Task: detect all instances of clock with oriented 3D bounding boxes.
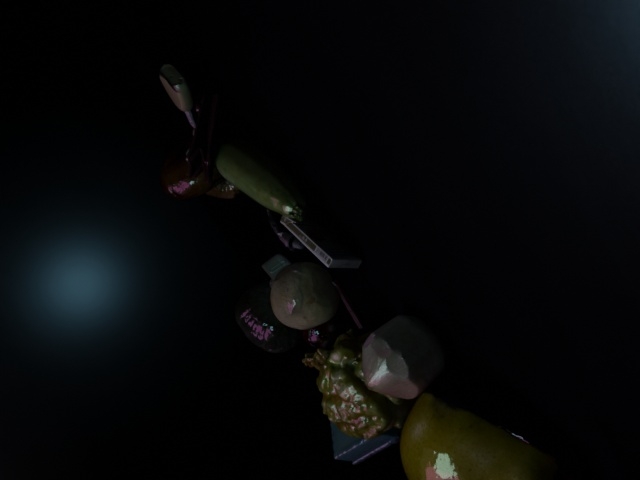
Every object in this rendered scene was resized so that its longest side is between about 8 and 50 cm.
[{"bbox_3d":[-0.096,0.220,2.075,0.265,0.109,0.324,45,164,32],"label":"clock"}]

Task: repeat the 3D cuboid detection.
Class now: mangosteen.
[{"bbox_3d":[0.025,0.311,1.827,0.180,0.166,0.166,28,162,7],"label":"mangosteen"}]

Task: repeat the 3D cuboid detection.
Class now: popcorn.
[{"bbox_3d":[0.132,0.371,1.370,0.274,0.279,0.335,33,150,7],"label":"popcorn"}]

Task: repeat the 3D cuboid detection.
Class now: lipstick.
[{"bbox_3d":[0.084,0.186,1.581,0.176,0.027,0.027,60,165,-15],"label":"lipstick"}]

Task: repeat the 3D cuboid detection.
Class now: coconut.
[{"bbox_3d":[-0.052,0.168,1.630,0.224,0.224,0.224,50,165,18],"label":"coconut"},{"bbox_3d":[0.167,0.257,1.139,0.171,0.183,0.171,50,164,20],"label":"coconut"}]

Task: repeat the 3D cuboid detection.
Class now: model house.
[{"bbox_3d":[0.202,0.578,1.733,0.280,0.249,0.230,-46,38,39],"label":"model house"}]

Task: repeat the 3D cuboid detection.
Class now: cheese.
[{"bbox_3d":[-0.452,-0.456,1.750,0.127,0.054,0.251,48,166,23],"label":"cheese"}]

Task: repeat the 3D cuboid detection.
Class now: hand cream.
[{"bbox_3d":[-0.118,-0.026,1.699,0.257,0.050,0.084,41,164,52],"label":"hand cream"}]

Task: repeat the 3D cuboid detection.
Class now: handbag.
[{"bbox_3d":[-0.313,-0.279,1.443,0.203,0.074,0.216,149,130,-77],"label":"handbag"}]

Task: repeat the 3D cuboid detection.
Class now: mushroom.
[{"bbox_3d":[-0.398,-0.220,1.743,0.254,0.267,0.267,56,166,-6],"label":"mushroom"}]

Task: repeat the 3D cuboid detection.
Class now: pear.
[{"bbox_3d":[0.304,0.472,1.043,0.340,0.191,0.386,39,165,-11],"label":"pear"}]

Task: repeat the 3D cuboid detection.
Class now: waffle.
[{"bbox_3d":[0.076,0.423,1.817,0.282,0.058,0.301,10,157,3],"label":"waffle"}]

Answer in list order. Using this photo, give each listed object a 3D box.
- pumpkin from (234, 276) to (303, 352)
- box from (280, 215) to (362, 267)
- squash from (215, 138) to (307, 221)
[{"bbox_3d":[-0.204,0.324,2.329,0.328,0.291,0.257,41,143,11],"label":"pumpkin"},{"bbox_3d":[0.000,0.000,1.268,0.109,0.029,0.198,5,-150,-47],"label":"box"},{"bbox_3d":[-0.140,-0.153,1.328,0.370,0.118,0.118,37,158,37],"label":"squash"}]
